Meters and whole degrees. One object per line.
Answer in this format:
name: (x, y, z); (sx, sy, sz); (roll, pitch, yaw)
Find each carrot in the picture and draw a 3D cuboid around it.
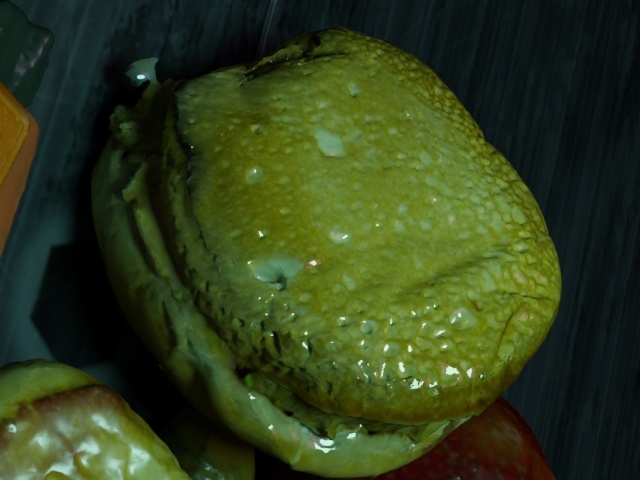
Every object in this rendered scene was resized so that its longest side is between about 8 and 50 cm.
carrot: (-0.095, 0.197, 1.049); (0.082, 0.082, 0.173); (46, 52, -46)

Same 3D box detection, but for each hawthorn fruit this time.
hawthorn fruit: (0.057, 0.182, 1.172); (0.210, 0.266, 0.230); (-8, 139, -20)

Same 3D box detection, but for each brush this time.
brush: (-0.223, 0.008, 0.889); (0.070, 0.051, 0.323); (48, 50, -53)

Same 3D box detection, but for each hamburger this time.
hamburger: (0.000, 0.000, 1.043); (0.290, 0.170, 0.314); (-25, 74, -44)

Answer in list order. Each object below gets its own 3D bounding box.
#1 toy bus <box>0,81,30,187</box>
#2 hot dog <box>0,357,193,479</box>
toy bus: (-0.284, -0.111, 0.702); (0.329, 0.153, 0.143); (52, 52, -43)
hot dog: (-0.098, 0.260, 0.846); (0.405, 0.223, 0.185); (46, 54, -5)
